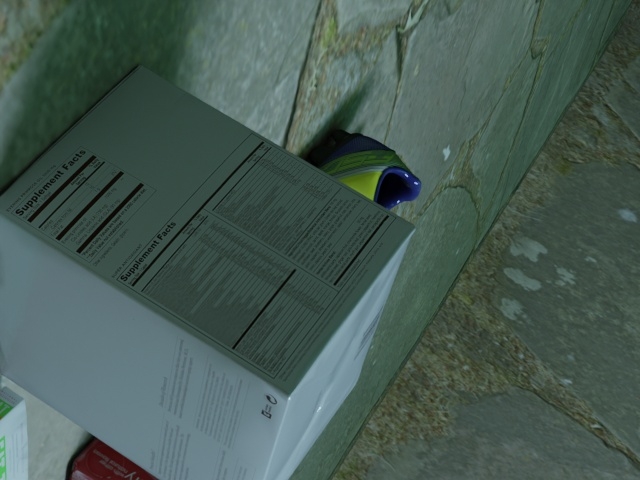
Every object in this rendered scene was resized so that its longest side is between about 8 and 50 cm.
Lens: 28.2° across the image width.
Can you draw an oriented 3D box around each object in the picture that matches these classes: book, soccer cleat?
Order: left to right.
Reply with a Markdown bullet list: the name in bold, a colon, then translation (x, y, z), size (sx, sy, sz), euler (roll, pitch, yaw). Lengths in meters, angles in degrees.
- **book**: translation (-0.254, 0.173, 0.847), size (0.144, 0.035, 0.096), euler (-46, 159, -43)
- **soccer cleat**: translation (0.001, -0.001, 1.237), size (0.289, 0.121, 0.093), euler (-50, 166, -38)

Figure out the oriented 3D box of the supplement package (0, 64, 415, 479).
- **supplement package**: translation (-0.079, 0.040, 0.802), size (0.149, 0.203, 0.194), euler (-51, 167, -35)

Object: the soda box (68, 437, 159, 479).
- **soda box**: translation (-0.096, 0.260, 1.137), size (0.092, 0.263, 0.083), euler (-50, 165, -40)
